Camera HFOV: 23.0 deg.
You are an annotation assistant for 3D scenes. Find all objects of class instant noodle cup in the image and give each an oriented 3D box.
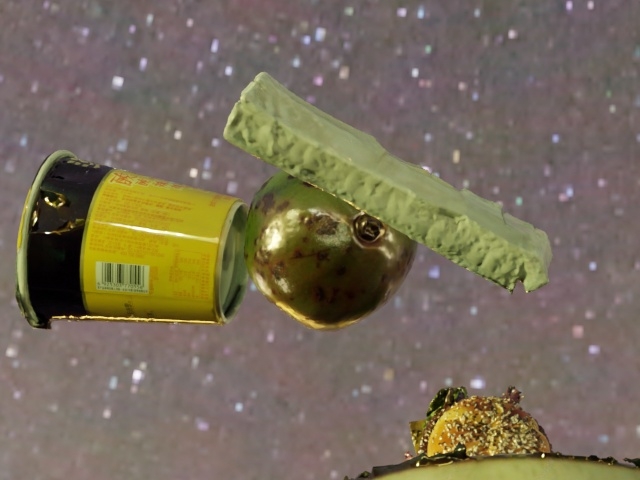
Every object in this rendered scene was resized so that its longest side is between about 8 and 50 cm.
[{"bbox_3d":[-0.210,0.012,1.824,0.236,0.215,0.215,8,-35,12],"label":"instant noodle cup"}]

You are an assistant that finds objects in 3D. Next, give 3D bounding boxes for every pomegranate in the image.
[{"bbox_3d":[0.000,0.000,1.736,0.202,0.202,0.248,22,-16,-19],"label":"pomegranate"}]

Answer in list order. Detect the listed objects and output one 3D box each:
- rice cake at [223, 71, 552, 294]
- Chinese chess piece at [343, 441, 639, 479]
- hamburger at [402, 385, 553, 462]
[{"bbox_3d":[0.068,-0.048,1.470,0.336,0.066,0.063,29,-58,-7],"label":"rice cake"},{"bbox_3d":[0.176,0.295,1.404,0.349,0.146,0.349,2,-24,1],"label":"Chinese chess piece"},{"bbox_3d":[0.183,0.239,1.761,0.164,0.189,0.093,-21,-32,-16],"label":"hamburger"}]
